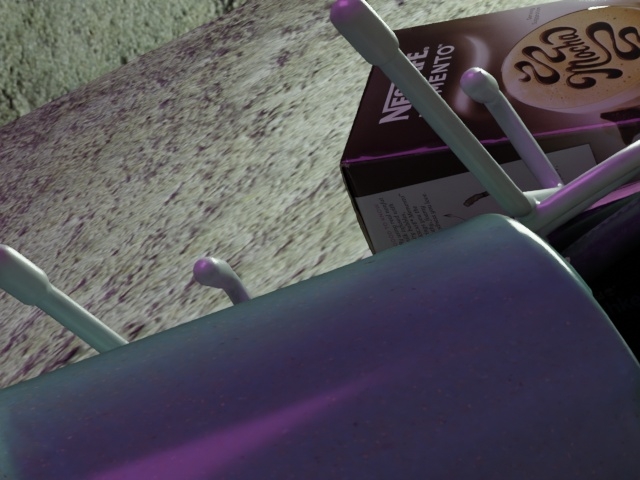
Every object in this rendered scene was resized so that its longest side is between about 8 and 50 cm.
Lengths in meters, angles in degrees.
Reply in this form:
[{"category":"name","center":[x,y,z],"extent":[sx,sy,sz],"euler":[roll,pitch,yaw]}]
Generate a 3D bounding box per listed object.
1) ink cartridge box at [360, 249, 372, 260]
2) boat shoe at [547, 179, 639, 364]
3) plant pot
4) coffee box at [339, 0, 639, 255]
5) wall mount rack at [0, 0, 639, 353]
[{"category":"ink cartridge box","center":[0.149,0.008,1.314],"extent":[0.148,0.086,0.203],"euler":[-41,21,-27]},{"category":"boat shoe","center":[0.277,0.003,0.997],"extent":[0.500,0.187,0.156],"euler":[-27,21,28]},{"category":"plant pot","center":[-0.015,0.166,0.819],"extent":[0.334,0.341,0.341],"euler":[-26,17,-9]},{"category":"coffee box","center":[0.180,-0.070,1.174],"extent":[0.297,0.119,0.168],"euler":[-8,35,19]},{"category":"wall mount rack","center":[0.000,0.000,0.955],"extent":[0.350,0.130,0.304],"euler":[-35,-8,13]}]
